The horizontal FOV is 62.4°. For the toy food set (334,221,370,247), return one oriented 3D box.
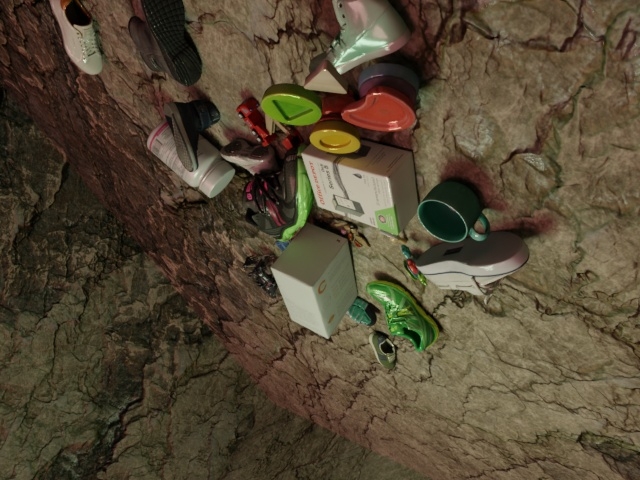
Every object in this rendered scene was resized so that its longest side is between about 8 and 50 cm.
[{"bbox_3d":[0.102,-0.020,1.679,0.122,0.019,0.078,45,153,-22],"label":"toy food set"}]

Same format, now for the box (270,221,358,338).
[{"bbox_3d":[-0.010,0.143,1.814,0.168,0.215,0.345,23,150,26],"label":"box"}]

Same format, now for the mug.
[{"bbox_3d":[0.318,-0.066,1.251,0.158,0.097,0.129,47,151,-10],"label":"mug"}]

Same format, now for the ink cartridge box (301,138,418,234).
[{"bbox_3d":[0.104,-0.154,1.379,0.273,0.115,0.198,21,146,34],"label":"ink cartridge box"}]

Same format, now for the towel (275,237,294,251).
[{"bbox_3d":[-0.123,0.021,2.009,0.067,0.029,0.119,51,151,-17],"label":"towel"}]

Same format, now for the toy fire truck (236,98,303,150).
[{"bbox_3d":[-0.149,-0.333,1.525,0.192,0.047,0.135,52,150,-16],"label":"toy fire truck"}]

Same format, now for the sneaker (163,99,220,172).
[{"bbox_3d":[-0.382,-0.337,1.672,0.086,0.163,0.226,-15,93,54],"label":"sneaker"}]

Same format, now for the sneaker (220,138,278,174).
[{"bbox_3d":[-0.230,-0.252,1.702,0.232,0.090,0.115,21,149,36],"label":"sneaker"}]

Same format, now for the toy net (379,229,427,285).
[{"bbox_3d":[0.222,0.028,1.488,0.045,0.122,0.232,-33,106,22],"label":"toy net"}]

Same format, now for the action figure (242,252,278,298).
[{"bbox_3d":[-0.218,0.134,2.180,0.276,0.141,0.164,28,151,57],"label":"action figure"}]

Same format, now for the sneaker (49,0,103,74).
[{"bbox_3d":[-0.816,-0.693,1.805,0.123,0.106,0.290,26,147,32],"label":"sneaker"}]

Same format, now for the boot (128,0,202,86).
[{"bbox_3d":[-0.480,-0.607,1.501,0.223,0.118,0.338,31,146,31],"label":"boot"}]

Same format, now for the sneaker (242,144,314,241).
[{"bbox_3d":[-0.135,-0.128,1.605,0.202,0.185,0.483,16,153,-11],"label":"sneaker"}]

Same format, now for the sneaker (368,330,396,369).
[{"bbox_3d":[0.261,0.442,2.071,0.086,0.064,0.192,7,133,55],"label":"sneaker"}]

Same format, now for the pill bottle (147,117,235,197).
[{"bbox_3d":[-0.447,-0.290,1.844,0.283,0.160,0.160,42,152,1],"label":"pill bottle"}]

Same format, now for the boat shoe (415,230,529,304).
[{"bbox_3d":[0.396,0.085,1.325,0.156,0.136,0.367,49,154,-12],"label":"boat shoe"}]

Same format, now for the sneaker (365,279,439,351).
[{"bbox_3d":[0.261,0.244,1.732,0.295,0.123,0.109,43,153,0],"label":"sneaker"}]

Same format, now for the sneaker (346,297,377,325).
[{"bbox_3d":[0.128,0.257,1.997,0.224,0.083,0.098,30,171,30],"label":"sneaker"}]

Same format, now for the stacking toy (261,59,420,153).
[{"bbox_3d":[0.041,-0.323,1.138,0.279,0.130,0.309,20,161,-36],"label":"stacking toy"}]

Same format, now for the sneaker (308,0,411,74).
[{"bbox_3d":[0.047,-0.434,1.080,0.256,0.094,0.151,-8,131,44],"label":"sneaker"}]
